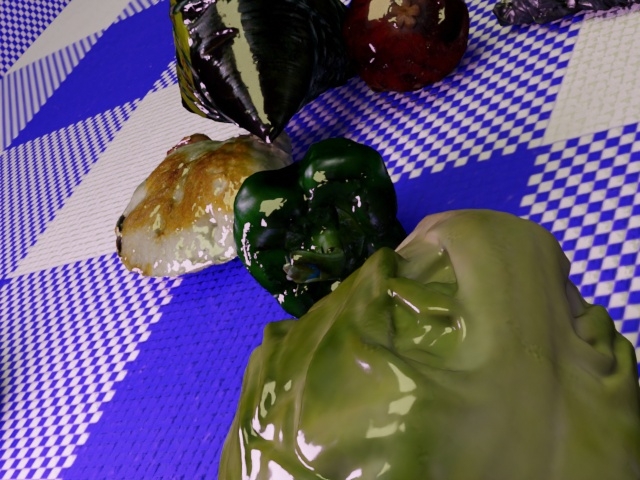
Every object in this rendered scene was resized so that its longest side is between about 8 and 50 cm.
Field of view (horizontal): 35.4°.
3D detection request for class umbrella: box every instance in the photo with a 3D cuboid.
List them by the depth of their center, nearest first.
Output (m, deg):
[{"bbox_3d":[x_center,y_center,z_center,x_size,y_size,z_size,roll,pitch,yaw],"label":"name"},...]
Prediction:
[{"bbox_3d":[0.304,-0.298,1.207,0.224,0.071,0.080,11,83,48],"label":"umbrella"}]

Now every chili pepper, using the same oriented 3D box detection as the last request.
[{"bbox_3d":[0.000,0.000,1.023,0.173,0.165,0.261,-16,28,3],"label":"chili pepper"}]

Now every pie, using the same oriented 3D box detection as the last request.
[{"bbox_3d":[-0.154,-0.048,1.325,0.274,0.105,0.257,1,47,45],"label":"pie"}]

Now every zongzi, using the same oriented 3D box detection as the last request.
[{"bbox_3d":[-0.074,-0.225,1.298,0.319,0.383,0.362,-21,64,8],"label":"zongzi"}]

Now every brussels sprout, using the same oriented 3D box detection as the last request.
[{"bbox_3d":[0.067,0.136,0.673,0.328,0.247,0.328,-27,34,21],"label":"brussels sprout"}]

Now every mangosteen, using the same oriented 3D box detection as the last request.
[{"bbox_3d":[0.108,-0.270,1.309,0.166,0.166,0.180,-42,4,-6],"label":"mangosteen"}]
